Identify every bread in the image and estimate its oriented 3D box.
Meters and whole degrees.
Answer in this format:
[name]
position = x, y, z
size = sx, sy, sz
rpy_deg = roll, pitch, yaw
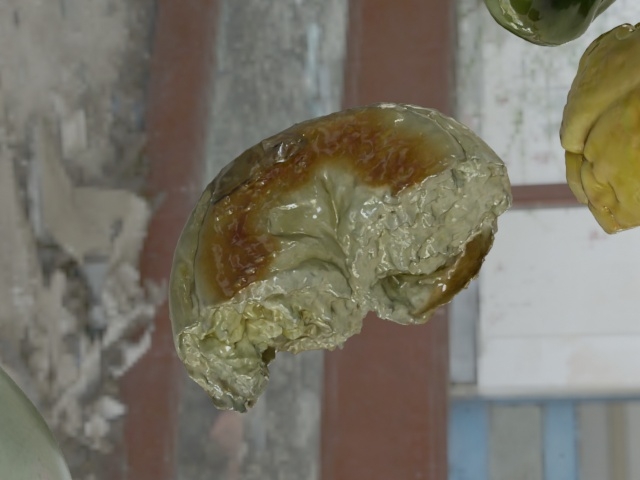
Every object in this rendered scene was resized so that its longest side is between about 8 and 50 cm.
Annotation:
[bread]
position = -0.005, 0.000, 1.271
size = 0.192, 0.314, 0.171
rpy_deg = 46, -11, 40

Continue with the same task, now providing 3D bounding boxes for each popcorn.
[popcorn]
position = 0.212, -0.064, 0.778
size = 0.152, 0.167, 0.148
rpy_deg = 54, 43, -48

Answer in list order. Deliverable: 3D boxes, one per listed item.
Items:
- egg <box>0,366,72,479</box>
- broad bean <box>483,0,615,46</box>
[egg]
position = -0.183, 0.106, 0.595
size = 0.209, 0.151, 0.151
rpy_deg = 47, 28, -18
[broad bean]
position = 0.184, -0.232, 1.016
size = 0.207, 0.153, 0.072
rpy_deg = -62, -149, 8
